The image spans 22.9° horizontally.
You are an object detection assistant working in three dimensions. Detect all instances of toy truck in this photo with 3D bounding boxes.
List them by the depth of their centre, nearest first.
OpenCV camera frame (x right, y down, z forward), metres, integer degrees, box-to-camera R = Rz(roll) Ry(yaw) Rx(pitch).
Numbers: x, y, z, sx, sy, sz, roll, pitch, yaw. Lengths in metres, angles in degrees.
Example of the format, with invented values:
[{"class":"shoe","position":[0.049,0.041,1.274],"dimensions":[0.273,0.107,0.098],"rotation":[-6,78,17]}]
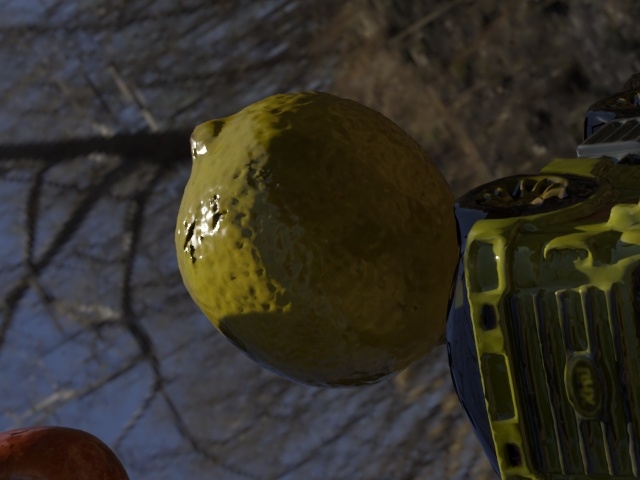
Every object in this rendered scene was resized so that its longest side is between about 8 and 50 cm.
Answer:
[{"class":"toy truck","position":[0.244,0.004,0.898],"dimensions":[0.405,0.254,0.181],"rotation":[-33,-67,-53]}]

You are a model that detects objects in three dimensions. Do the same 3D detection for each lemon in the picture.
[{"class":"lemon","position":[0.000,0.001,1.383],"dimensions":[0.267,0.267,0.267],"rotation":[56,-171,-14]}]

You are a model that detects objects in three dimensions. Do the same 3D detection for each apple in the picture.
[{"class":"apple","position":[-0.364,0.362,1.992],"dimensions":[0.252,0.271,0.206],"rotation":[58,176,4]}]
